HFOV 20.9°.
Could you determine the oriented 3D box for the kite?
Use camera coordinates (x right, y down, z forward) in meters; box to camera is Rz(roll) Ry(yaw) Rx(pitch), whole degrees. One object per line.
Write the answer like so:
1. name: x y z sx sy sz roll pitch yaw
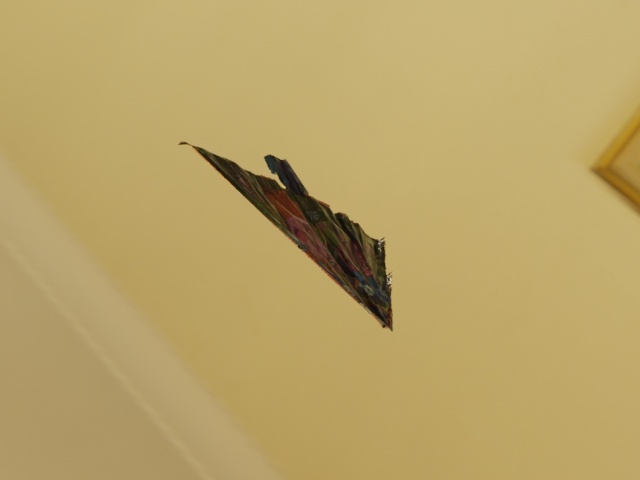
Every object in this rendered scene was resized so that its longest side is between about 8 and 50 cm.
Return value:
1. kite: 0.000 0.000 1.552 0.321 0.016 0.234 23 -152 -52
